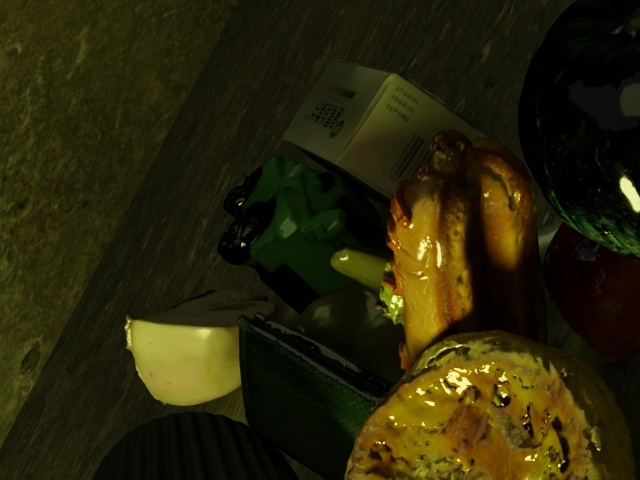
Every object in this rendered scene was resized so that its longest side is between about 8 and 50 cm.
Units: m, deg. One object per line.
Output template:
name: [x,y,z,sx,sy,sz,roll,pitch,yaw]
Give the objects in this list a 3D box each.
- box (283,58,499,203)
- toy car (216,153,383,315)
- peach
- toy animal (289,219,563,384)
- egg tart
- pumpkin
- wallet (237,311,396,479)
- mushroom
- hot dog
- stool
box: [0.084,-0.136,2.121,0.145,0.173,0.333,-56,17,0]
toy car: [0.000,0.000,2.051,0.176,0.213,0.358,-43,18,15]
peach: [0.264,0.027,1.468,0.127,0.092,0.172,-32,27,48]
toy animal: [0.117,0.055,1.663,0.180,0.181,0.363,-22,-20,-46]
egg tart: [0.145,0.215,1.324,0.290,0.115,0.290,-21,56,34]
pumpkin: [0.320,-0.107,1.334,0.315,0.238,0.315,-30,31,21]
wallet: [0.006,0.183,1.656,0.055,0.160,0.236,-26,40,-37]
mushroom: [-0.144,0.172,2.321,0.236,0.173,0.162,-20,-65,-53]
hot dog: [0.126,0.049,1.451,0.117,0.349,0.158,30,60,35]
stool: [-0.122,0.345,1.650,0.297,0.297,0.330,-55,12,6]
